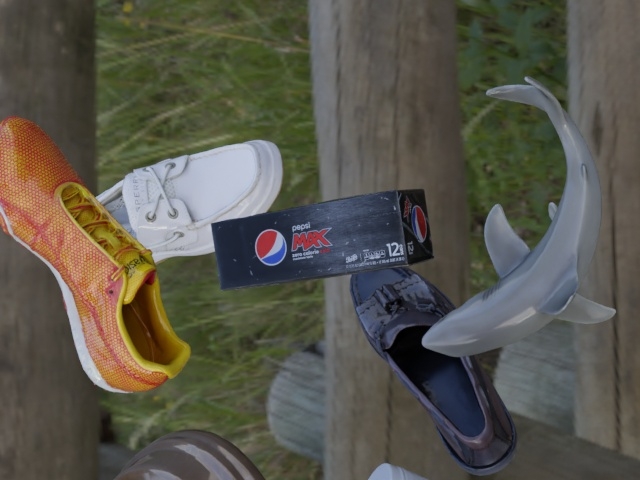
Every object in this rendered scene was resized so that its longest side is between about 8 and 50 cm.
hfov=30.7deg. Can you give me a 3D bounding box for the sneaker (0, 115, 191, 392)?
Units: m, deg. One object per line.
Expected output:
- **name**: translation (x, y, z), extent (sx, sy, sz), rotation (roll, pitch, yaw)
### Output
- **sneaker**: translation (-0.127, 0.004, 0.664), extent (0.067, 0.064, 0.175), rotation (-20, 106, 33)

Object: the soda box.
- **soda box**: translation (0.000, 0.000, 0.913), extent (0.169, 0.053, 0.060), rotation (-9, 89, 28)

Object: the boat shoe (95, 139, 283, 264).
- **boat shoe**: translation (-0.163, -0.034, 1.195), extent (0.277, 0.096, 0.098), rotation (-24, 61, 31)

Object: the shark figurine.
- **shark figurine**: translation (0.198, 0.001, 0.989), extent (0.166, 0.116, 0.278), rotation (13, 113, 0)

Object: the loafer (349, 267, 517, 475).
- **loafer**: translation (0.124, 0.124, 1.329), extent (0.109, 0.095, 0.302), rotation (-33, 60, 1)

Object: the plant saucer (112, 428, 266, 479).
- **plant saucer**: translation (-0.094, 0.260, 0.743), extent (0.278, 0.041, 0.278), rotation (-10, 78, 52)

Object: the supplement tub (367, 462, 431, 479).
- **supplement tub**: translation (0.088, 0.233, 0.955), extent (0.071, 0.107, 0.071), rotation (-60, 14, 25)
